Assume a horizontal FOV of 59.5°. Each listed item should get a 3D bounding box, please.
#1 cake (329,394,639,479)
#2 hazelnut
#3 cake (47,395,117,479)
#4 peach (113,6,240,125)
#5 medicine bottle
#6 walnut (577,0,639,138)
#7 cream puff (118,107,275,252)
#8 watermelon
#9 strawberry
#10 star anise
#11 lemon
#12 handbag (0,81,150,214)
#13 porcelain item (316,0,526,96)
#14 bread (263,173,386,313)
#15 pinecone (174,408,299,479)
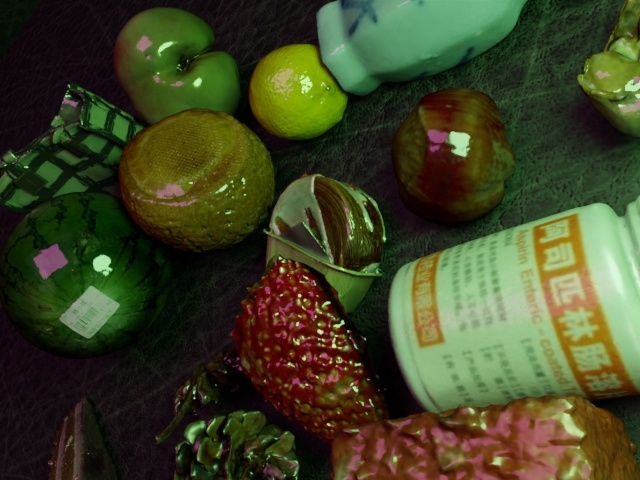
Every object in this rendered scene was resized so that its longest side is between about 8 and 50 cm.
[{"bbox_3d":[0.186,0.337,0.553,0.270,0.270,0.319,-21,60,31],"label":"cake"},{"bbox_3d":[0.190,-0.121,0.836,0.170,0.161,0.201,29,128,54],"label":"hazelnut"},{"bbox_3d":[-0.500,0.461,1.175,0.116,0.113,0.295,-48,38,5],"label":"cake"},{"bbox_3d":[-0.314,-0.358,1.230,0.292,0.292,0.247,23,70,41],"label":"peach"},{"bbox_3d":[0.281,0.075,0.628,0.372,0.211,0.211,-21,60,31],"label":"medicine bottle"},{"bbox_3d":[0.444,-0.234,0.682,0.238,0.141,0.204,-28,46,29],"label":"walnut"},{"bbox_3d":[-0.230,-0.104,1.090,0.303,0.212,0.303,-4,52,6],"label":"cream puff"},{"bbox_3d":[-0.473,0.064,1.144,0.363,0.363,0.363,-16,63,33],"label":"watermelon"},{"bbox_3d":[-0.026,0.182,0.810,0.306,0.138,0.233,49,136,31],"label":"strawberry"},{"bbox_3d":[-0.185,0.241,0.937,0.177,0.073,0.234,-39,6,-5],"label":"star anise"},{"bbox_3d":[-0.045,-0.278,1.057,0.203,0.178,0.178,10,78,47],"label":"lemon"},{"bbox_3d":[-0.514,-0.157,1.245,0.325,0.327,0.162,-34,67,13],"label":"handbag"},{"bbox_3d":[0.191,-0.409,0.923,0.405,0.178,0.242,-23,59,29],"label":"porcelain item"},{"bbox_3d":[0.000,0.000,0.924,0.224,0.142,0.211,25,105,42],"label":"bread"},{"bbox_3d":[-0.124,0.344,0.836,0.204,0.184,0.179,123,145,-66],"label":"pinecone"}]
